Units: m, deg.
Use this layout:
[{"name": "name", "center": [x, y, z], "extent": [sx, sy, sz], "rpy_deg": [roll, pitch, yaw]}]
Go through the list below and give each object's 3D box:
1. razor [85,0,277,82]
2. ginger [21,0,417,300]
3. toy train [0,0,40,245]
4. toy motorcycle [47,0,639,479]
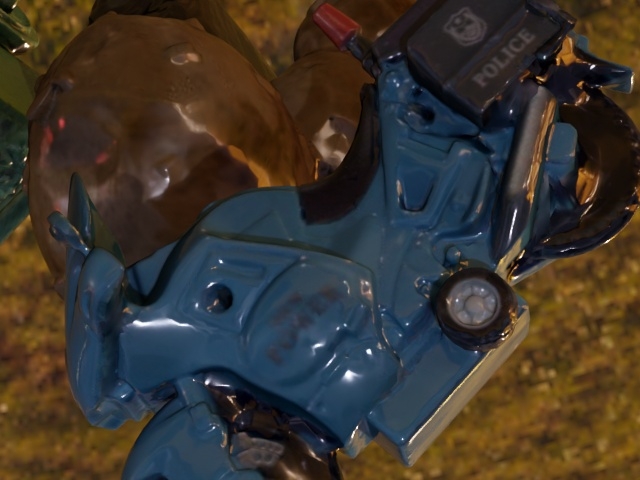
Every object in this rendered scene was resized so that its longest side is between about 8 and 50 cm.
[{"name": "razor", "center": [-0.054, -0.053, 1.315], "extent": [0.113, 0.204, 0.349], "rpy_deg": [-30, 127, 9]}, {"name": "ginger", "center": [-0.022, -0.033, 1.000], "extent": [0.304, 0.245, 0.155], "rpy_deg": [-22, -175, -43]}, {"name": "toy train", "center": [-0.314, -0.134, 1.274], "extent": [0.167, 0.238, 0.299], "rpy_deg": [-45, 130, 13]}, {"name": "toy motorcycle", "center": [0.000, 0.000, 0.687], "extent": [0.272, 0.182, 0.123], "rpy_deg": [-46, 161, -12]}]
